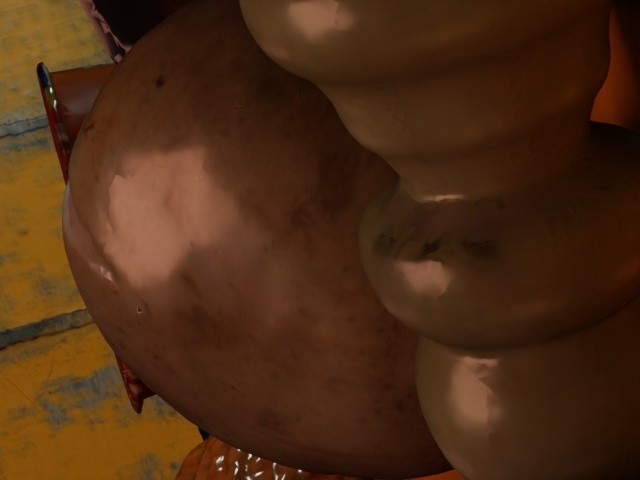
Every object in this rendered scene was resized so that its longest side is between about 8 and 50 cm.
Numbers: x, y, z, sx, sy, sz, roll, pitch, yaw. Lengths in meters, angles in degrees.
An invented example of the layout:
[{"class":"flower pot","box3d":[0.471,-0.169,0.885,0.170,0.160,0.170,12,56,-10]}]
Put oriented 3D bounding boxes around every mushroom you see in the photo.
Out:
[{"class":"mushroom","box3d":[0.000,0.000,0.794,0.255,0.254,0.184,83,-158,-46]}]

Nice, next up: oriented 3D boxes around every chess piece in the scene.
[{"class":"chess piece","box3d":[0.061,-0.020,0.606,0.144,0.144,0.251,-128,18,-68]}]

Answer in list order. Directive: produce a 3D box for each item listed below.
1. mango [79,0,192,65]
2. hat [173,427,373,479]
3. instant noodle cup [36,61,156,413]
[{"class":"mango","box3d":[-0.025,-0.134,0.924,0.236,0.136,0.166,65,-156,4]},{"class":"hat","box3d":[-0.018,0.235,1.463,0.285,0.285,0.400,87,-168,-56]},{"class":"instant noodle cup","box3d":[-0.071,-0.027,1.219,0.250,0.192,0.250,164,90,-82]}]
